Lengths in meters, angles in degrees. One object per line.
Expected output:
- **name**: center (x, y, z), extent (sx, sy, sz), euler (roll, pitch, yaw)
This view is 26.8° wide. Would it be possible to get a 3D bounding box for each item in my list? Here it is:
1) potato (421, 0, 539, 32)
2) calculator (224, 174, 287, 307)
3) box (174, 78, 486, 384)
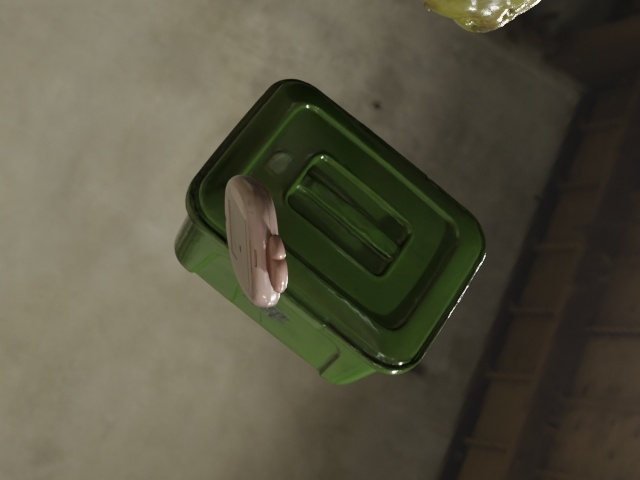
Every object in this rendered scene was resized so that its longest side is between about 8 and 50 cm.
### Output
- **potato**: center (0.152, -0.407, 1.565), extent (0.202, 0.351, 0.218), euler (-41, -142, -26)
- **calculator**: center (-0.056, 0.000, 1.104), extent (0.166, 0.024, 0.103), euler (-137, -137, -69)
- **box**: center (0.000, 0.000, 1.593), extent (0.252, 0.329, 0.178), euler (-53, -173, -31)
